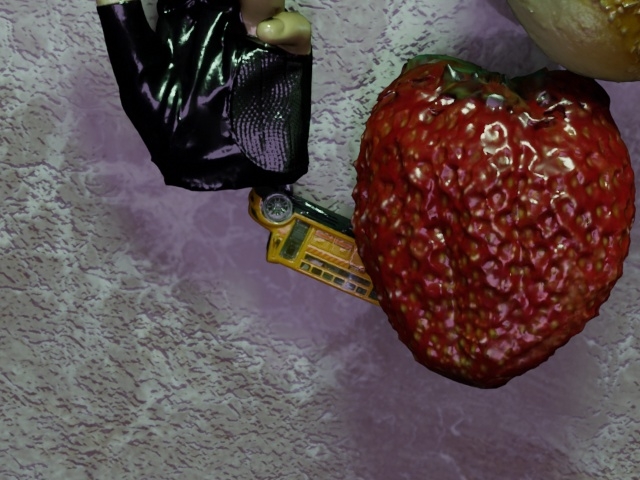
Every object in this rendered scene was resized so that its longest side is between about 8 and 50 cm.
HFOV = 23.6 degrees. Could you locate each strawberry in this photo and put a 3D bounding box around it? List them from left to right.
[{"bbox_3d":[0.142,-0.016,1.355,0.239,0.250,0.288,12,84,-4],"label":"strawberry"}]

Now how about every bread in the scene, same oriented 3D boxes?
[{"bbox_3d":[0.253,-0.287,1.291,0.159,0.305,0.305,-16,108,46],"label":"bread"}]

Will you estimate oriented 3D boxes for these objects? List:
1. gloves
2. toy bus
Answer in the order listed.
[{"bbox_3d":[-0.104,-0.185,1.381,0.197,0.152,0.301,-6,129,-5],"label":"gloves"},{"bbox_3d":[0.000,0.000,1.473,0.162,0.069,0.074,24,105,-7],"label":"toy bus"}]
